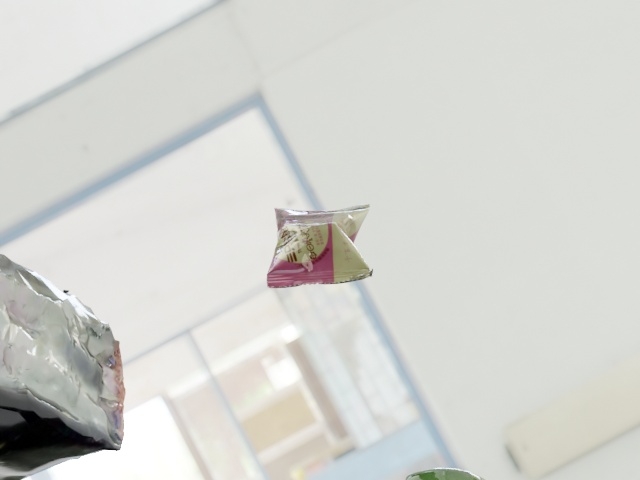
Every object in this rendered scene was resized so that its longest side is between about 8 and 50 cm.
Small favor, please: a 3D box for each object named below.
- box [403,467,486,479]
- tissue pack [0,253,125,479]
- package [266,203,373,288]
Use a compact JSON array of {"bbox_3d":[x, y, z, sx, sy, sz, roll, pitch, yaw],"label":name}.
[{"bbox_3d":[-0.021,0.263,0.942,0.328,0.178,0.253,-14,-43,6],"label":"box"},{"bbox_3d":[-0.286,0.080,0.836,0.332,0.123,0.245,-20,-35,28],"label":"tissue pack"},{"bbox_3d":[0.000,0.000,0.984,0.059,0.029,0.083,-4,31,3],"label":"package"}]
